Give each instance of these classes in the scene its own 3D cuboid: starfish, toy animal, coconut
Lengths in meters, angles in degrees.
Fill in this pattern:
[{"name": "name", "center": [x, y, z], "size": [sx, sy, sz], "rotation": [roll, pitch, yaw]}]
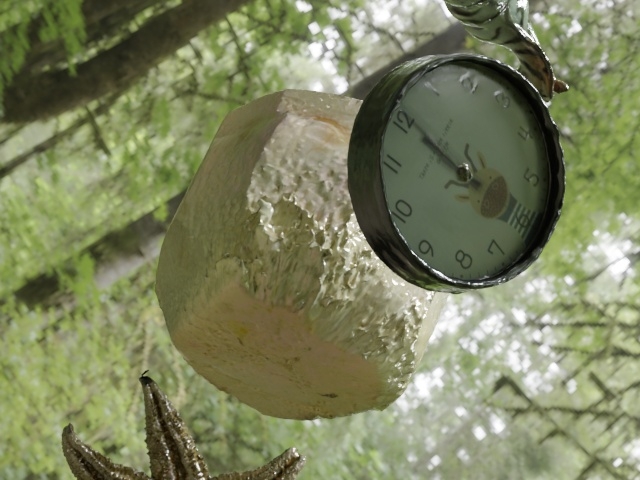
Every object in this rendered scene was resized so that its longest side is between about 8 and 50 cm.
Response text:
[{"name": "starfish", "center": [-0.126, 0.229, 0.897], "size": [0.227, 0.240, 0.043], "rotation": [51, -20, 16]}, {"name": "toy animal", "center": [0.169, -0.265, 1.151], "size": [0.255, 0.090, 0.170], "rotation": [37, 16, -36]}, {"name": "coconut", "center": [0.000, 0.000, 1.111], "size": [0.297, 0.309, 0.297], "rotation": [14, -36, 11]}]

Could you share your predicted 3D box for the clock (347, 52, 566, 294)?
[{"name": "clock", "center": [0.107, -0.051, 0.805], "size": [0.040, 0.184, 0.184], "rotation": [-5, -63, 59]}]
